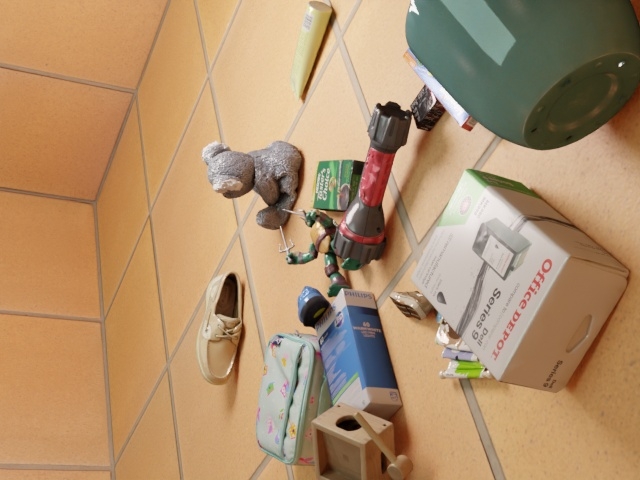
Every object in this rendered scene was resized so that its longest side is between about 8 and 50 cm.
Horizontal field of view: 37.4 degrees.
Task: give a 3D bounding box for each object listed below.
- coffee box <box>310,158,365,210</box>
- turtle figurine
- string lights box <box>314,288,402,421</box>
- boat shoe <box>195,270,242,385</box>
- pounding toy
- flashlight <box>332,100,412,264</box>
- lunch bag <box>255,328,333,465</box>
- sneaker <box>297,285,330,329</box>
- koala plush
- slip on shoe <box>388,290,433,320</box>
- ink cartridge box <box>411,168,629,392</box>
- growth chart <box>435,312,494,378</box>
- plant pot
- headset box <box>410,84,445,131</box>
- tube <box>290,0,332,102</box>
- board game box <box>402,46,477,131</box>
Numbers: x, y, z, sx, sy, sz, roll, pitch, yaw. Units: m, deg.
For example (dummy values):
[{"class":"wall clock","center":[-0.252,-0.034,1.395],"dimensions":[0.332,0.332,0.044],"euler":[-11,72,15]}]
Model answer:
[{"class":"coffee box","center":[0.038,-0.118,2.056],"dimensions":[0.184,0.040,0.113],"euler":[11,92,64]},{"class":"turtle figurine","center":[0.000,0.000,2.014],"dimensions":[0.234,0.118,0.175],"euler":[53,148,36]},{"class":"string lights box","center":[0.069,0.238,1.844],"dimensions":[0.133,0.077,0.259],"euler":[-55,36,42]},{"class":"boat shoe","center":[-0.258,0.228,2.496],"dimensions":[0.098,0.109,0.302],"euler":[-33,48,59]},{"class":"pounding toy","center":[0.091,0.362,1.672],"dimensions":[0.206,0.094,0.181],"euler":[15,119,40]},{"class":"flashlight","center":[0.104,-0.107,1.820],"dimensions":[0.103,0.103,0.304],"euler":[33,122,33]},{"class":"lunch bag","center":[-0.046,0.331,2.018],"dimensions":[0.224,0.108,0.279],"euler":[7,89,65]},{"class":"sneaker","center":[-0.024,0.130,1.955],"dimensions":[0.082,0.069,0.209],"euler":[51,179,14]},{"class":"koala plush","center":[-0.177,-0.162,2.306],"dimensions":[0.203,0.221,0.196],"euler":[-62,32,35]},{"class":"slip on shoe","center":[0.167,0.112,1.724],"dimensions":[0.041,0.051,0.135],"euler":[-39,11,-10]},{"class":"ink cartridge box","center":[0.281,0.052,1.386],"dimensions":[0.211,0.121,0.289],"euler":[-66,30,18]},{"class":"growth chart","center":[0.240,0.122,1.588],"dimensions":[0.172,0.021,0.237],"euler":[-26,58,59]},{"class":"plant pot","center":[0.300,-0.269,1.300],"dimensions":[0.235,0.293,0.293],"euler":[62,138,29]},{"class":"headset box","center":[0.205,-0.255,1.761],"dimensions":[0.083,0.032,0.062],"euler":[-55,36,42]},{"class":"tube","center":[-0.033,-0.461,2.297],"dimensions":[0.070,0.062,0.240],"euler":[-42,-24,-54]},{"class":"board game box","center":[0.243,-0.319,1.671],"dimensions":[0.145,0.027,0.281],"euler":[-53,35,21]}]
